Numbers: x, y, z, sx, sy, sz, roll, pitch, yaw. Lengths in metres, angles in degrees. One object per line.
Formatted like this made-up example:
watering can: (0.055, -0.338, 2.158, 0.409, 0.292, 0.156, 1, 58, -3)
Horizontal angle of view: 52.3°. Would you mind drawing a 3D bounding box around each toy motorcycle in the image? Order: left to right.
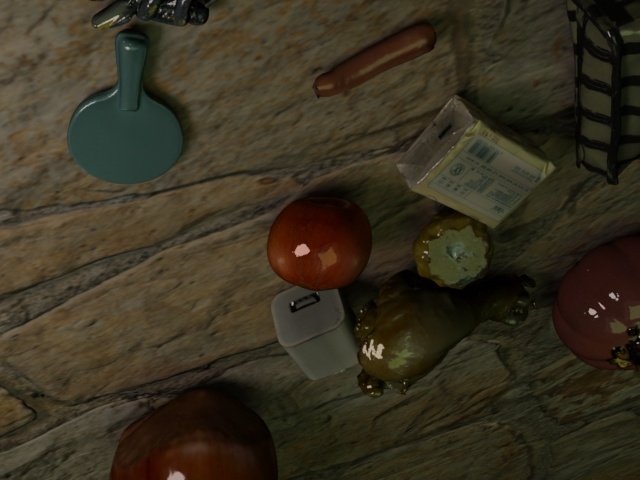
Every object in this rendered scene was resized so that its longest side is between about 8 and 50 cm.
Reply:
toy motorcycle: (-0.173, -0.288, 0.726, 0.193, 0.061, 0.124, -21, 139, 2)

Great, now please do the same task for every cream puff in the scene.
cream puff: (0.227, 0.007, 1.120, 0.146, 0.116, 0.146, 0, 113, 0)

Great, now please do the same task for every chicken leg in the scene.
chicken leg: (0.237, 0.138, 1.184, 0.428, 0.202, 0.153, -10, 156, -33)

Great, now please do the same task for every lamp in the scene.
lamp: (0.613, 0.138, 1.268, 0.305, 0.240, 0.306, -8, 136, -8)

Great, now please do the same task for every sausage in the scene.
sausage: (0.071, -0.236, 0.862, 0.176, 0.047, 0.040, -24, 120, 6)

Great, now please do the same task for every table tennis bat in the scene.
table tennis bat: (-0.250, -0.164, 0.845, 0.148, 0.038, 0.237, 2, 137, -17)

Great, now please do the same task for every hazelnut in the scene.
hazelnut: (-0.237, 0.476, 1.266, 0.315, 0.372, 0.373, -9, 137, -27)

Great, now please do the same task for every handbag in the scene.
handbag: (0.515, -0.260, 0.901, 0.325, 0.163, 0.327, -21, 142, 6)

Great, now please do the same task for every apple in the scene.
apple: (0.000, 0.000, 1.002, 0.163, 0.163, 0.139, 4, 116, -21)

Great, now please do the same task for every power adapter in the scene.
power adapter: (0.010, 0.180, 1.204, 0.129, 0.125, 0.205, -23, 137, 5)

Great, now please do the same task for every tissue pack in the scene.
tissue pack: (0.240, -0.116, 1.005, 0.196, 0.092, 0.148, 22, 124, -32)
